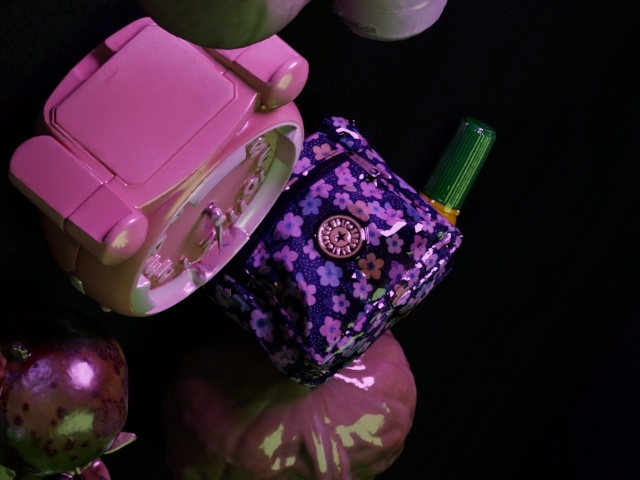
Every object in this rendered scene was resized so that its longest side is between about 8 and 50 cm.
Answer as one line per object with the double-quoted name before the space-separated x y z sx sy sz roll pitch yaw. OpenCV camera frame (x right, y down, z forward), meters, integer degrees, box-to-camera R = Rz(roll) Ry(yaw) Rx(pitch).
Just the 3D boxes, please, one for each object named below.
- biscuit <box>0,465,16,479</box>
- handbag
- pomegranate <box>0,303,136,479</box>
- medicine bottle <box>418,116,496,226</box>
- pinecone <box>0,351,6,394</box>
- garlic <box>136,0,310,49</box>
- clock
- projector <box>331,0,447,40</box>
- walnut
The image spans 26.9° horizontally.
"biscuit" -0.358 0.282 1.143 0.250 0.046 0.147 -45 154 -21
"handbag" 0.000 0.000 1.237 0.229 0.208 0.127 -42 165 -16
"pomegranate" -0.220 0.137 1.079 0.148 0.148 0.169 -35 125 -36
"medicine bottle" 0.128 -0.025 1.587 0.095 0.064 0.260 -2 122 -59
"pinecone" -0.295 0.082 0.896 0.173 0.174 0.173 -40 151 -28
"garlic" -0.061 -0.277 0.746 0.318 0.259 0.317 -8 132 -8
"clock" -0.123 -0.053 1.053 0.227 0.142 0.241 -46 163 -17
"projector" 0.047 -0.306 1.050 0.108 0.108 0.337 -44 153 -21
"walnut" -0.032 0.173 1.360 0.273 0.273 0.227 79 16 -57
